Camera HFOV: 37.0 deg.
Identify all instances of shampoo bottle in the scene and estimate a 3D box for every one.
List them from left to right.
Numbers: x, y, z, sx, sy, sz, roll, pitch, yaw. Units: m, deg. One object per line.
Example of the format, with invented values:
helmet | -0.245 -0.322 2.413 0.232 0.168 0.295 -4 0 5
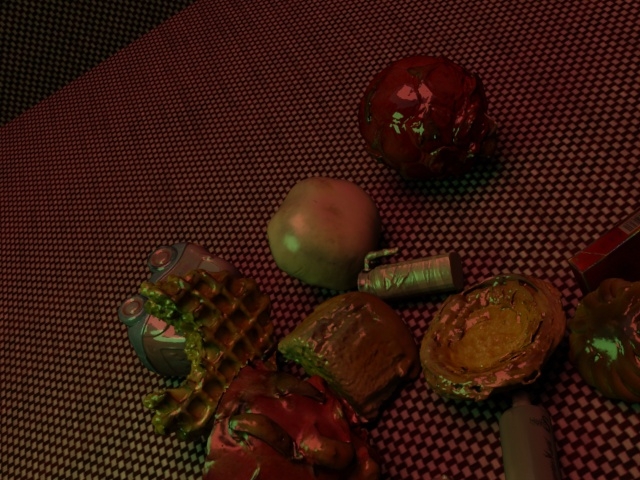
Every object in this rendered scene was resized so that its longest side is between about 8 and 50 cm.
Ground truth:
shampoo bottle | 0.322 0.338 1.462 0.085 0.085 0.262 -19 39 19

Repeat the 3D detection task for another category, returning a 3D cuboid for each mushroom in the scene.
mushroom | 0.000 0.000 2.001 0.260 0.234 0.254 -10 62 -31

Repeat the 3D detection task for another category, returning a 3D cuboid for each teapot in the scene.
teapot | 0.170 0.060 1.862 0.200 0.077 0.107 -12 83 26

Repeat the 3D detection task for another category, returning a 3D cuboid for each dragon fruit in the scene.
dragon fruit | -0.029 0.354 1.541 0.262 0.314 0.296 10 12 14
dragon fruit | 0.222 -0.262 2.040 0.342 0.277 0.277 23 64 37

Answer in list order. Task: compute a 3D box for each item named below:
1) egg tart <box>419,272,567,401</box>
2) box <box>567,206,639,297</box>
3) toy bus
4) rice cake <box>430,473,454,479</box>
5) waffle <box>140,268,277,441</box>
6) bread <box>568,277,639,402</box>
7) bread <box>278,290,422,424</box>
egg tart | 0.304 0.181 1.635 0.290 0.107 0.291 -24 32 16
box | 0.517 0.029 1.632 0.175 0.112 0.048 -37 38 -2
toy bus | -0.262 0.152 2.030 0.231 0.197 0.294 5 50 28
rice cake | 0.239 0.447 1.435 0.057 0.052 0.256 -60 36 12
waffle | -0.217 0.216 1.829 0.151 0.261 0.324 147 123 -64
bread | 0.480 0.153 1.498 0.213 0.104 0.213 -22 58 41
bread | 0.059 0.185 1.771 0.262 0.163 0.204 30 58 35
